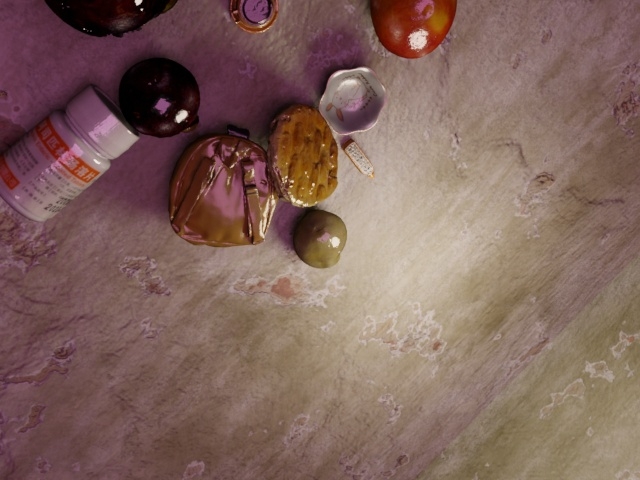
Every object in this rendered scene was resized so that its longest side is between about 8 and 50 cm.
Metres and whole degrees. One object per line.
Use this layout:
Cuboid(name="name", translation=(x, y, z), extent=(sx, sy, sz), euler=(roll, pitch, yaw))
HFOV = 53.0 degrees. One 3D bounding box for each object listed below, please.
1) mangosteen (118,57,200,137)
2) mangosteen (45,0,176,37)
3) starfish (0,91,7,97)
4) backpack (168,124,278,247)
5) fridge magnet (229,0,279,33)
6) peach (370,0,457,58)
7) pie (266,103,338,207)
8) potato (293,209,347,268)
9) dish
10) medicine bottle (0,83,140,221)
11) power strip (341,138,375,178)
Cuboid(name="mangosteen", translation=(-0.444, -0.382, 1.803), extent=(0.228, 0.228, 0.265), euler=(-24, 155, -8))
Cuboid(name="mangosteen", translation=(-0.501, -0.690, 1.542), extent=(0.421, 0.381, 0.381), euler=(-40, 134, -46))
Cuboid(name="starfish", translation=(-0.922, -0.398, 1.693), extent=(0.176, 0.053, 0.208), euler=(10, 107, -35))
Cuboid(name="backpack", translation=(-0.288, -0.155, 1.975), extent=(0.353, 0.201, 0.378), euler=(12, 113, -25))
Cuboid(name="fridge magnet", translation=(-0.187, -0.664, 1.830), extent=(0.143, 0.063, 0.143), euler=(-7, 117, -14))
Cuboid(name="peach", translation=(0.265, -0.684, 1.896), extent=(0.238, 0.281, 0.281), euler=(-55, 135, -41))
Cuboid(name="pie", translation=(-0.054, -0.261, 1.989), extent=(0.339, 0.083, 0.339), euler=(-4, 94, -54))
Cuboid(name="potato", translation=(0.000, 0.000, 2.196), extent=(0.178, 0.160, 0.235), euler=(9, 136, 17))
Cuboid(name="dish", translation=(0.095, -0.453, 2.039), extent=(0.229, 0.081, 0.229), euler=(-9, 122, -14))
Cuboid(name="medicine bottle", translation=(-0.701, -0.239, 1.768), extent=(0.371, 0.211, 0.211), euler=(-39, 123, 3))
Cuboid(name="power strip", translation=(0.135, -0.271, 2.178), extent=(0.049, 0.028, 0.178), euler=(-41, 123, 2))
